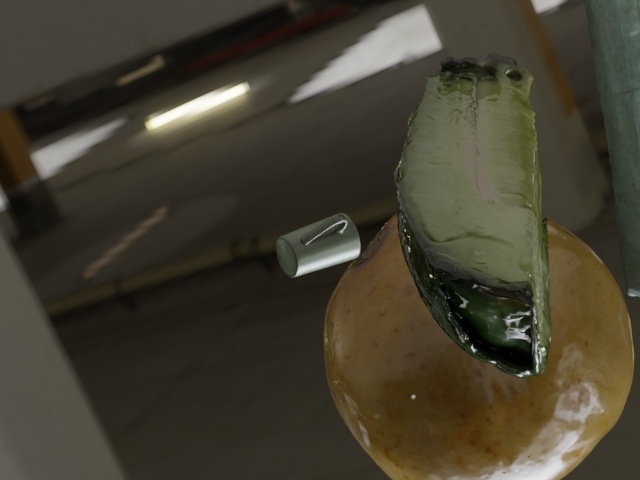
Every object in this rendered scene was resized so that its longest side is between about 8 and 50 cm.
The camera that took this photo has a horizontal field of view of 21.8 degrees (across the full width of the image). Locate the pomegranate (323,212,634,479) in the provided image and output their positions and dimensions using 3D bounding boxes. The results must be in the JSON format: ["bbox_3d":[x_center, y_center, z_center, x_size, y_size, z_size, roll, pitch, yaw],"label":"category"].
[{"bbox_3d":[0.142,0.095,1.553,0.307,0.307,0.307,-23,-167,6],"label":"pomegranate"}]

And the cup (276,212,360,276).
[{"bbox_3d":[0.001,0.005,1.844,0.083,0.054,0.075,-20,-178,-27],"label":"cup"}]

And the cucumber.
[{"bbox_3d":[0.106,-0.004,1.139,0.105,0.145,0.325,-6,-153,7],"label":"cucumber"}]

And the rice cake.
[{"bbox_3d":[0.291,-0.109,1.509,0.063,0.336,0.066,-16,-168,-24],"label":"rice cake"}]
